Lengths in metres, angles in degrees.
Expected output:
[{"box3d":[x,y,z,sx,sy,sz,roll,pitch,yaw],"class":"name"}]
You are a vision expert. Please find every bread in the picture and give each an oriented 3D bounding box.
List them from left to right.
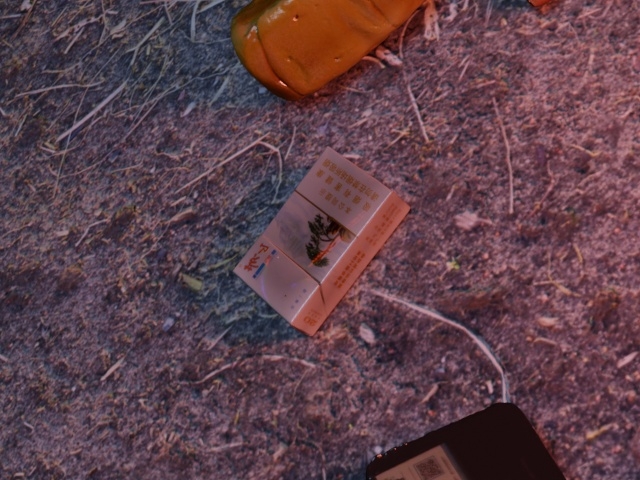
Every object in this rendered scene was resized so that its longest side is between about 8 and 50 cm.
[{"box3d":[0.017,-0.344,1.935,0.294,0.167,0.132,-34,28,18],"class":"bread"}]

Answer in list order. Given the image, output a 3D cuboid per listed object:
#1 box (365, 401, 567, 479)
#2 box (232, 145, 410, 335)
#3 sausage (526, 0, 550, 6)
[{"box3d":[0.208,0.356,1.444,0.211,0.058,0.350,-22,51,-8],"class":"box"},{"box3d":[-0.001,0.001,1.826,0.233,0.067,0.149,-53,48,1],"class":"box"},{"box3d":[0.355,-0.394,1.797,0.177,0.047,0.040,-47,33,5],"class":"sausage"}]
